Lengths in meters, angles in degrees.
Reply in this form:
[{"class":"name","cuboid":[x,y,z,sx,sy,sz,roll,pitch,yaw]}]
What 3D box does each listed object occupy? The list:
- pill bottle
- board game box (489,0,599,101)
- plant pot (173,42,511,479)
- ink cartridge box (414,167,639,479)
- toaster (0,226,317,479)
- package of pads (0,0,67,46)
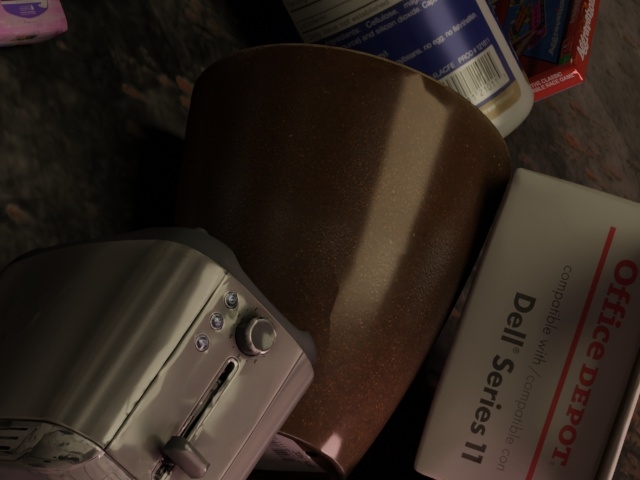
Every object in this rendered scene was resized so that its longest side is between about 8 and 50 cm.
[{"class":"pill bottle","cuboid":[0.037,-0.182,1.406,0.265,0.153,0.153,62,32,-13]},{"class":"board game box","cuboid":[0.176,-0.205,1.640,0.027,0.145,0.281,48,37,-27]},{"class":"plant pot","cuboid":[-0.008,0.032,1.197,0.215,0.215,0.230,40,55,-39]},{"class":"ink cartridge box","cuboid":[0.151,0.069,1.265,0.353,0.119,0.207,28,80,-83]},{"class":"toaster","cuboid":[-0.121,0.087,0.986,0.129,0.227,0.146,49,54,-28]},{"class":"package of pads","cuboid":[-0.193,-0.143,1.148,0.083,0.032,0.050,-17,87,-59]}]
